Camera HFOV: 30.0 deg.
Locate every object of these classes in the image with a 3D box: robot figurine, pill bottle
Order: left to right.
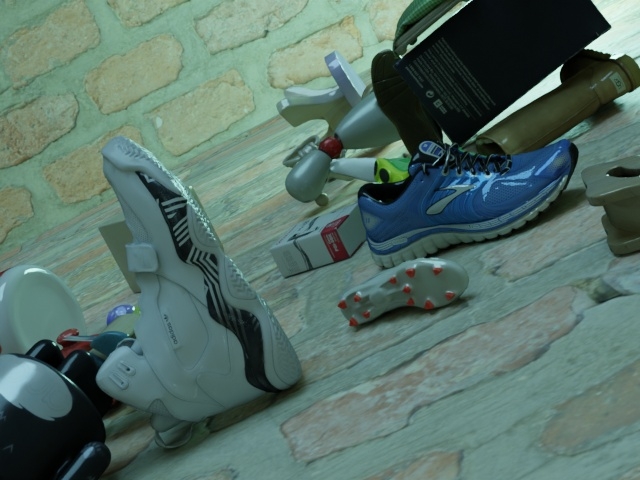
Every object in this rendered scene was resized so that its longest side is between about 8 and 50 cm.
[{"bbox_3d":[-0.591,0.189,2.000,0.363,0.210,0.210,-20,15,24],"label":"pill bottle"},{"bbox_3d":[-0.361,0.247,1.387,0.209,0.173,0.278,-34,16,52],"label":"robot figurine"}]

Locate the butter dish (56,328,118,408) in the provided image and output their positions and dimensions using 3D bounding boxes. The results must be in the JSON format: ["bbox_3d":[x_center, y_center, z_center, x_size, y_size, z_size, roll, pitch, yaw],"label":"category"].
[{"bbox_3d":[-0.346,0.184,1.751,0.160,0.118,0.160,-20,15,31],"label":"butter dish"}]

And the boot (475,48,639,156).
[{"bbox_3d":[0.366,-0.215,1.963,0.270,0.089,0.236,-33,8,-9],"label":"boot"}]

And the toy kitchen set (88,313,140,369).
[{"bbox_3d":[-0.249,0.224,1.544,0.207,0.166,0.122,-61,-3,25],"label":"toy kitchen set"}]

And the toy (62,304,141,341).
[{"bbox_3d":[-0.228,0.115,1.661,0.237,0.056,0.137,3,-4,-3],"label":"toy"}]

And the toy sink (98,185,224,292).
[{"bbox_3d":[-0.287,-0.006,2.282,0.234,0.152,0.131,-12,19,49],"label":"toy sink"}]

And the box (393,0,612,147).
[{"bbox_3d":[0.313,-0.339,2.052,0.312,0.179,0.343,-37,3,14],"label":"box"}]

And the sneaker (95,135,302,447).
[{"bbox_3d":[-0.200,0.067,1.425,0.210,0.365,0.137,-34,2,-1],"label":"sneaker"}]

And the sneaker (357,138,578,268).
[{"bbox_3d":[0.192,-0.075,1.636,0.330,0.147,0.130,-20,15,25],"label":"sneaker"}]

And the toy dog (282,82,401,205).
[{"bbox_3d":[0.095,-0.176,2.293,0.334,0.161,0.220,-40,14,8],"label":"toy dog"}]

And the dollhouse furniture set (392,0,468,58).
[{"bbox_3d":[0.198,-0.447,1.884,0.301,0.151,0.197,-38,5,17],"label":"dollhouse furniture set"}]

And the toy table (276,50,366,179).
[{"bbox_3d":[0.029,-0.264,2.499,0.161,0.274,0.252,-32,46,12],"label":"toy table"}]

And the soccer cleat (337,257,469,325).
[{"bbox_3d":[0.106,0.055,1.490,0.196,0.068,0.076,-20,12,39],"label":"soccer cleat"}]

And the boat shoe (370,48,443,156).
[{"bbox_3d":[0.161,-0.245,2.179,0.080,0.223,0.073,-25,7,21],"label":"boat shoe"}]

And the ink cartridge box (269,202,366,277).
[{"bbox_3d":[0.000,0.000,1.913,0.135,0.056,0.099,-18,17,32],"label":"ink cartridge box"}]

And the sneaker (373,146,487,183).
[{"bbox_3d":[0.172,-0.086,1.866,0.124,0.109,0.295,-7,4,-23],"label":"sneaker"}]

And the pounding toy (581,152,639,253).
[{"bbox_3d":[0.407,-0.102,1.307,0.270,0.154,0.154,-16,21,34],"label":"pounding toy"}]
